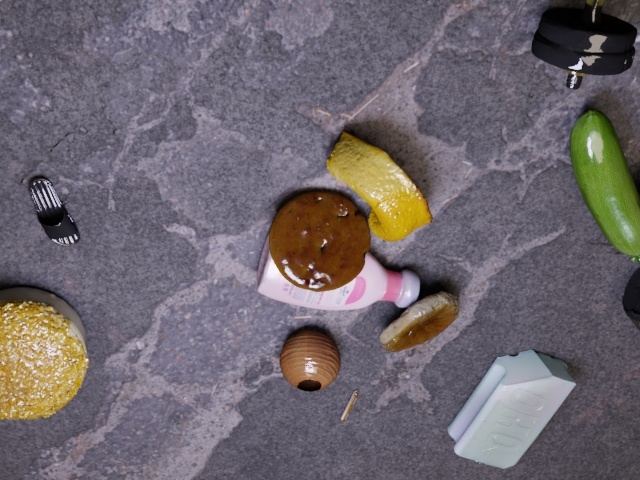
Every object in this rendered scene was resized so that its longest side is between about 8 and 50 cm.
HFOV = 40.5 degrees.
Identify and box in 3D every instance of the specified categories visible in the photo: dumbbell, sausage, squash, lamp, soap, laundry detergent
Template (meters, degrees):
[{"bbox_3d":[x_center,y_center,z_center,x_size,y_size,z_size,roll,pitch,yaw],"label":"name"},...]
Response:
[{"bbox_3d":[0.483,-0.447,1.499,0.185,0.185,0.388,1,120,-8],"label":"dumbbell"},{"bbox_3d":[0.068,0.389,2.038,0.015,0.015,0.100,15,117,-15],"label":"sausage"},{"bbox_3d":[0.590,-0.097,1.763,0.107,0.107,0.395,-28,121,10],"label":"squash"},{"bbox_3d":[-0.022,0.261,1.886,0.137,0.136,0.136,-3,121,-5],"label":"lamp"},{"bbox_3d":[0.447,0.395,2.041,0.173,0.095,0.289,20,116,-18],"label":"soap"},{"bbox_3d":[0.042,0.073,1.808,0.336,0.088,0.158,11,107,-15],"label":"laundry detergent"}]

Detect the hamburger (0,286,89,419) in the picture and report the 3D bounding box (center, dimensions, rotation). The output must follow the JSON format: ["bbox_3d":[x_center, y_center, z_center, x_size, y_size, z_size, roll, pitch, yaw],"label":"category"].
[{"bbox_3d":[-0.612,0.239,1.771,0.276,0.179,0.294,10,119,-11],"label":"hamburger"}]

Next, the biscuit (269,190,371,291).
[{"bbox_3d":[0.000,0.000,1.731,0.212,0.036,0.212,1,85,-17],"label":"biscuit"}]

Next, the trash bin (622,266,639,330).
[{"bbox_3d":[0.817,0.189,1.904,0.252,0.202,0.301,-24,123,36],"label":"trash bin"}]

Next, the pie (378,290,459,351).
[{"bbox_3d":[0.218,0.177,1.875,0.195,0.046,0.195,-23,154,-12],"label":"pie"}]

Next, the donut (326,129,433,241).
[{"bbox_3d":[0.126,-0.092,1.672,0.101,0.152,0.259,-43,118,-12],"label":"donut"}]

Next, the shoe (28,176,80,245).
[{"bbox_3d":[-0.523,-0.047,1.690,0.062,0.053,0.159,-18,118,0],"label":"shoe"}]
